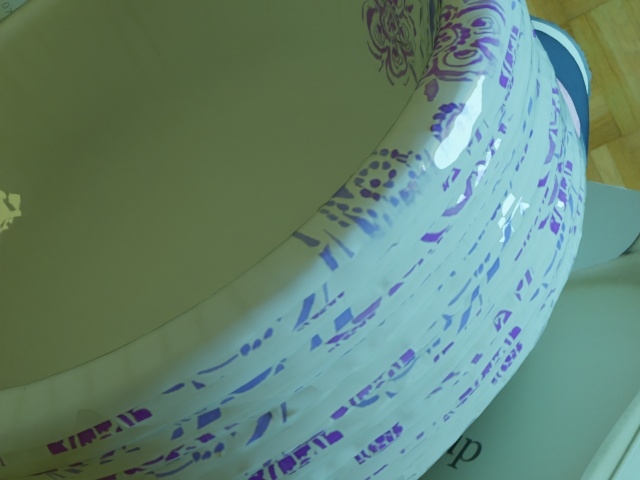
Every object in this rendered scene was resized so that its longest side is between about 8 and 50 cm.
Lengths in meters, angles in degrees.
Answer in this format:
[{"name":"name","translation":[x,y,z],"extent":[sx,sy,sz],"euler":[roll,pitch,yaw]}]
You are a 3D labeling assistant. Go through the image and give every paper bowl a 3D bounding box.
[{"name":"paper bowl","translation":[-0.041,0.004,0.484],"extent":[0.284,0.284,0.148],"euler":[-96,160,-51]}]

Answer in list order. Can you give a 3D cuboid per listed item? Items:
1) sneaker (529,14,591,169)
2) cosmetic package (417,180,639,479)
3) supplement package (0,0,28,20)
[{"name":"sneaker","translation":[0.103,0.034,0.773],"extent":[0.131,0.112,0.319],"euler":[-48,136,-66]},{"name":"cosmetic package","translation":[0.055,0.123,0.526],"extent":[0.160,0.309,0.113],"euler":[15,-30,47]},{"name":"supplement package","translation":[-0.128,-0.159,0.792],"extent":[0.105,0.105,0.179],"euler":[65,15,10]}]
